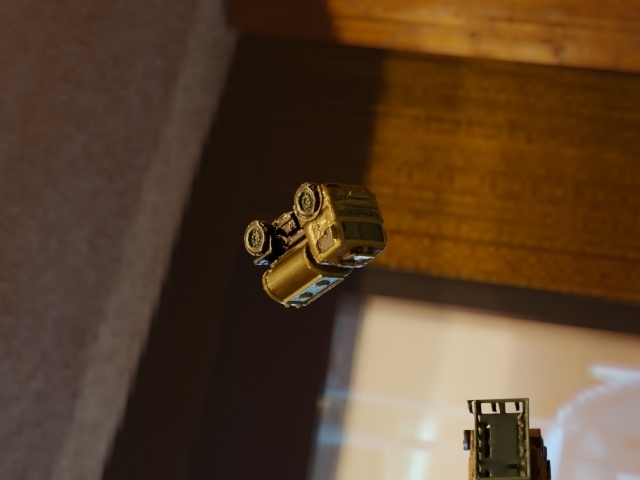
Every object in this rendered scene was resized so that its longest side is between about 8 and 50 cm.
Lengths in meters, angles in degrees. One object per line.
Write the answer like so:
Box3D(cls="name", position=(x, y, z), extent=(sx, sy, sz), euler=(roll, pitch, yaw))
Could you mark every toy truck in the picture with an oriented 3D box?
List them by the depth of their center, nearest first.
Box3D(cls="toy truck", position=(0.000, 0.000, 1.174), extent=(0.049, 0.083, 0.054), euler=(5, -121, -44))
Box3D(cls="toy truck", position=(0.162, 0.240, 1.695), extent=(0.115, 0.080, 0.177), euler=(76, -166, -56))
